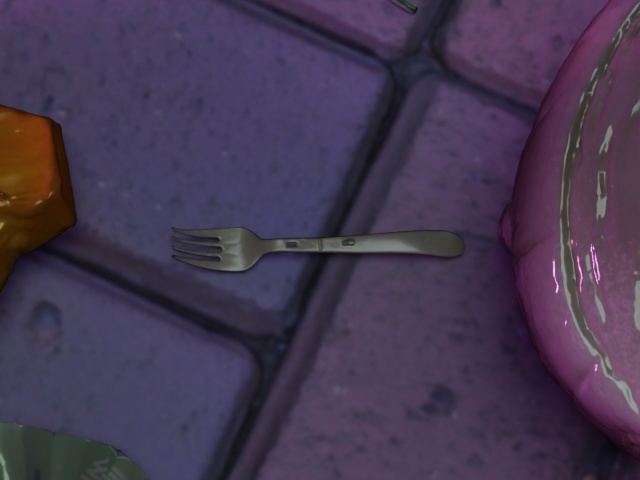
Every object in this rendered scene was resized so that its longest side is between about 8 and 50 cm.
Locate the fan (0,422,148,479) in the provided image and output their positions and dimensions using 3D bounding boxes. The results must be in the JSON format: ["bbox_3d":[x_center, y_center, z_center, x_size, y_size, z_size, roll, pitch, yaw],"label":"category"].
[{"bbox_3d":[-0.150,0.205,1.024,0.240,0.009,0.131,47,49,-4],"label":"fan"}]

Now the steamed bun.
[{"bbox_3d":[0.247,-0.036,1.048,0.236,0.247,0.383,14,78,10],"label":"steamed bun"}]

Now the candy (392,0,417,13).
[{"bbox_3d":[-0.003,-0.228,1.191,0.185,0.049,0.055,33,103,-2],"label":"candy"}]

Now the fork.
[{"bbox_3d":[-0.001,0.003,1.128,0.219,0.028,0.034,-1,66,-10],"label":"fork"}]

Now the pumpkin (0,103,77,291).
[{"bbox_3d":[-0.304,-0.047,1.073,0.258,0.095,0.290,29,72,12],"label":"pumpkin"}]
